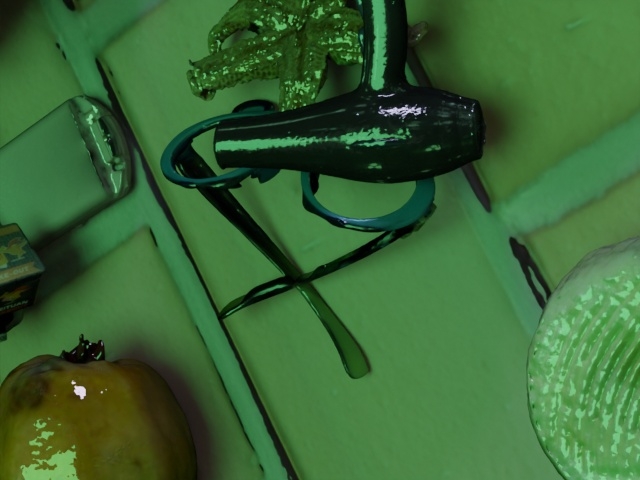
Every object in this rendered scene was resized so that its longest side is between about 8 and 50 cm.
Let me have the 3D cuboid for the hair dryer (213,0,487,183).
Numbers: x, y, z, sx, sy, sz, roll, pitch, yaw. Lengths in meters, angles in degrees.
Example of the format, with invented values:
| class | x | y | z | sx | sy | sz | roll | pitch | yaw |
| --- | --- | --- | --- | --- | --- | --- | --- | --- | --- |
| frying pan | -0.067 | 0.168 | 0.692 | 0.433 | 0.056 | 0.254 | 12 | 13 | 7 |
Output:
| class | x | y | z | sx | sy | sz | roll | pitch | yaw |
| --- | --- | --- | --- | --- | --- | --- | --- | --- | --- |
| hair dryer | 0.015 | -0.148 | 1.071 | 0.196 | 0.075 | 0.219 | -1 | 102 | 14 |

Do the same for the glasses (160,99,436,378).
| class | x | y | z | sx | sy | sz | roll | pitch | yaw |
| --- | --- | --- | --- | --- | --- | --- | --- | --- | --- |
| glasses | -0.021 | 0.006 | 1.166 | 0.239 | 0.102 | 0.206 | 12 | 104 | 32 |

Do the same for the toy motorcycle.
| class | x | y | z | sx | sy | sz | roll | pitch | yaw |
| --- | --- | --- | --- | --- | --- | --- | --- | --- | --- |
| toy motorcycle | -0.344 | -0.021 | 1.374 | 0.263 | 0.091 | 0.157 | 54 | 143 | 24 |

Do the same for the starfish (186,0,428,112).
| class | x | y | z | sx | sy | sz | roll | pitch | yaw |
| --- | --- | --- | --- | --- | --- | --- | --- | --- | --- |
| starfish | -0.012 | -0.155 | 1.148 | 0.210 | 0.053 | 0.150 | 6 | 85 | 34 |

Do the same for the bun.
| class | x | y | z | sx | sy | sz | roll | pitch | yaw |
| --- | --- | --- | --- | --- | --- | --- | --- | --- | --- |
| bun | 0.233 | 0.092 | 1.001 | 0.195 | 0.118 | 0.195 | 1 | 92 | 34 |

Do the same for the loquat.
| class | x | y | z | sx | sy | sz | roll | pitch | yaw |
| --- | --- | --- | --- | --- | --- | --- | --- | --- | --- |
| loquat | -0.200 | 0.191 | 1.282 | 0.187 | 0.176 | 0.234 | 3 | 103 | 17 |

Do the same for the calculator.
| class | x | y | z | sx | sy | sz | roll | pitch | yaw |
| --- | --- | --- | --- | --- | --- | --- | --- | --- | --- |
| calculator | -0.237 | -0.057 | 1.345 | 0.175 | 0.032 | 0.100 | -29 | 81 | 34 |
